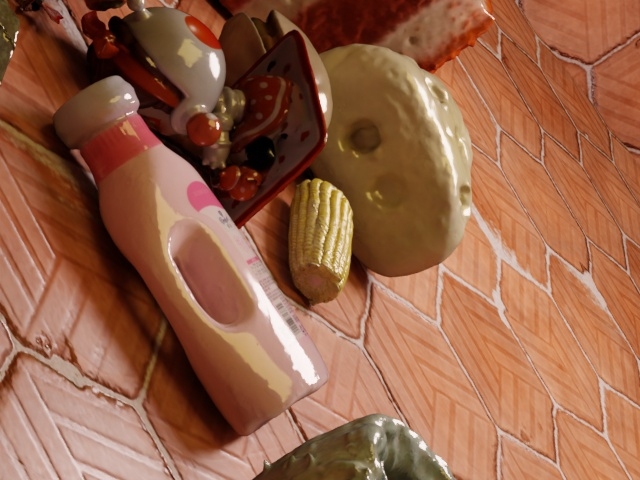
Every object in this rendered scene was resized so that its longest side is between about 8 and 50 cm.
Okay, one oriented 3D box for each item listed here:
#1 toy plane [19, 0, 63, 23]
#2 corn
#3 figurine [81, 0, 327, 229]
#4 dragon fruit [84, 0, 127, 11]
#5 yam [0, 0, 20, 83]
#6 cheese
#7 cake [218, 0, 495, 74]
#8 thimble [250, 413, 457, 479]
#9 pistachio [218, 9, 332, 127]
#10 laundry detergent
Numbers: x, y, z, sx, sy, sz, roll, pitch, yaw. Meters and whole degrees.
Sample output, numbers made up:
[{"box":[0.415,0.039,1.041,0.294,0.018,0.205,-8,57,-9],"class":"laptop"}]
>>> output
[{"box":[-0.291,-0.260,1.721,0.145,0.037,0.060,51,10,-2],"class":"toy plane"},{"box":[0.000,0.000,1.955,0.165,0.063,0.085,-87,163,-55],"class":"corn"},{"box":[-0.136,-0.152,1.780,0.226,0.160,0.183,28,33,-36],"class":"figurine"},{"box":[-0.198,-0.350,1.771,0.252,0.241,0.241,90,-16,-55],"class":"dragon fruit"},{"box":[-0.343,-0.180,1.320,0.268,0.161,0.161,39,26,-33],"class":"yam"},{"box":[0.071,-0.101,2.099,0.248,0.173,0.251,52,26,-35],"class":"cheese"},{"box":[0.034,-0.355,2.267,0.319,0.270,0.269,47,22,-29],"class":"cake"},{"box":[0.033,0.260,1.494,0.250,0.172,0.205,40,21,-43],"class":"thimble"},{"box":[-0.058,-0.171,1.997,0.223,0.126,0.152,-108,-168,-45],"class":"pistachio"},{"box":[-0.121,0.010,1.630,0.335,0.088,0.159,56,21,2],"class":"laundry detergent"}]
